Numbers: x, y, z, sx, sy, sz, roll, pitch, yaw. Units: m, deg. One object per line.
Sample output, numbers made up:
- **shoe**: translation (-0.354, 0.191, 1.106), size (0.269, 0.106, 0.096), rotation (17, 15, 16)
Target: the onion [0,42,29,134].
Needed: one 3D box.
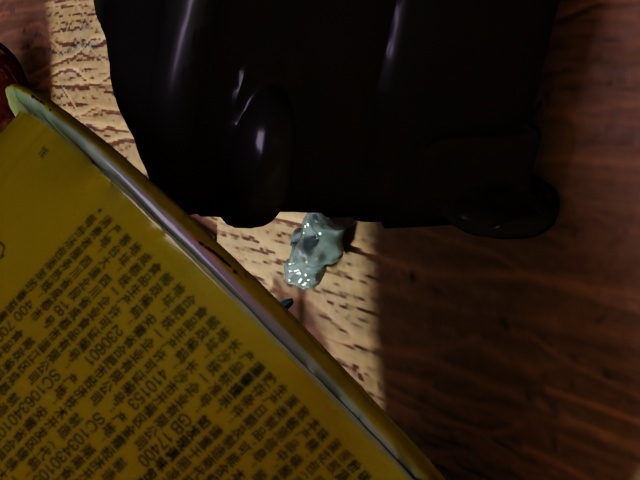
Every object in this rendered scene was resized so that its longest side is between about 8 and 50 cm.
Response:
- **onion**: translation (-0.372, -0.091, 1.609), size (0.246, 0.190, 0.246), rotation (-166, 90, -75)

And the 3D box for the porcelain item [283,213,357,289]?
- **porcelain item**: translation (0.000, 0.000, 0.913), size (0.083, 0.028, 0.036), rotation (122, 156, -57)

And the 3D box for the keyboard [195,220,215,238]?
- **keyboard**: translation (-0.110, 0.003, 1.206), size (0.176, 0.014, 0.055), rotation (-150, 62, -64)

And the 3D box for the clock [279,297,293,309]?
- **clock**: translation (-0.037, 0.106, 0.994), size (0.108, 0.045, 0.147), rotation (178, 90, -67)

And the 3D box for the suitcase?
- **suitcase**: translation (-0.001, -0.206, 0.711), size (0.339, 0.188, 0.345), rotation (-117, 29, -55)

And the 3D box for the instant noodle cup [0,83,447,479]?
- **instant noodle cup**: translation (-0.110, 0.132, 0.711), size (0.325, 0.254, 0.325), rotation (43, 171, 9)
